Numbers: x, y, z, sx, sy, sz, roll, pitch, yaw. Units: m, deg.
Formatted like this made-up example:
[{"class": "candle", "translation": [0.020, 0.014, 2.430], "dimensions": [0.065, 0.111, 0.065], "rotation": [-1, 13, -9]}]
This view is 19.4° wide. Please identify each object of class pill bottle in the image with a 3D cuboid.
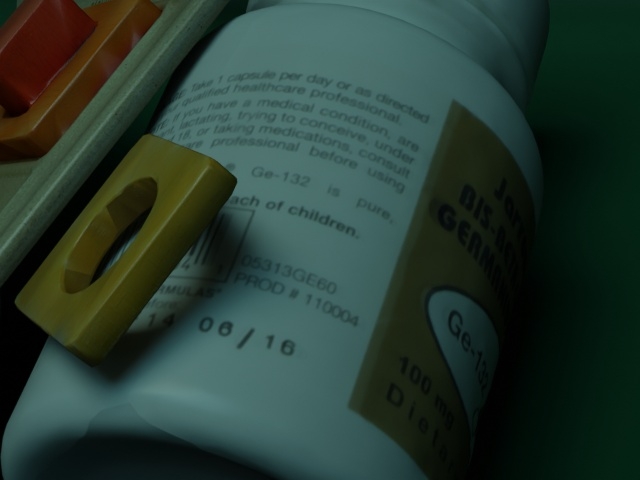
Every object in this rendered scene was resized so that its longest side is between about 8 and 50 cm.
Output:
[{"class": "pill bottle", "translation": [0.000, 0.000, 0.594], "dimensions": [0.131, 0.131, 0.229], "rotation": [1, 50, 25]}]

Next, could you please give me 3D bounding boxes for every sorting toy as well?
[{"class": "sorting toy", "translation": [-0.124, -0.028, 0.626], "dimensions": [0.347, 0.047, 0.196], "rotation": [0, 54, 59]}]
